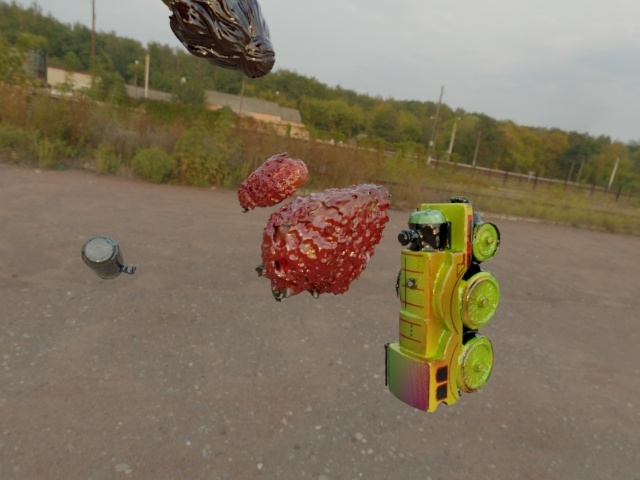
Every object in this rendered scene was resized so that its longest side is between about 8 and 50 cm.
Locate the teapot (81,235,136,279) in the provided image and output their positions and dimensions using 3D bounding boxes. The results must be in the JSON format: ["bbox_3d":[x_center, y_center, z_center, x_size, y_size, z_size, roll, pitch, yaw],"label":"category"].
[{"bbox_3d":[-0.307,0.024,0.615,0.063,0.049,0.083,-11,-16,-19],"label":"teapot"}]

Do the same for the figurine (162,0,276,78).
[{"bbox_3d":[-0.195,-0.342,0.561,0.168,0.187,0.315,31,5,39],"label":"figurine"}]

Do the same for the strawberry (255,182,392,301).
[{"bbox_3d":[-0.002,0.003,0.529,0.192,0.140,0.085,-7,-2,13],"label":"strawberry"}]

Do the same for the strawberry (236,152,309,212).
[{"bbox_3d":[-0.111,-0.118,0.865,0.188,0.082,0.121,-12,27,36],"label":"strawberry"}]

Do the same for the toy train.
[{"bbox_3d":[0.173,0.086,0.600,0.160,0.296,0.100,-3,5,-33],"label":"toy train"}]
